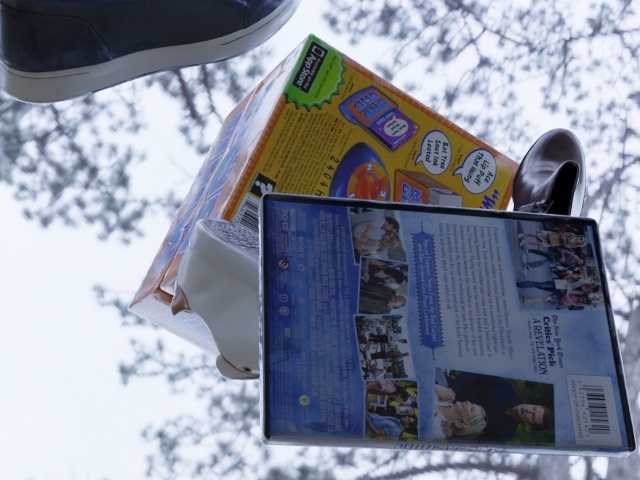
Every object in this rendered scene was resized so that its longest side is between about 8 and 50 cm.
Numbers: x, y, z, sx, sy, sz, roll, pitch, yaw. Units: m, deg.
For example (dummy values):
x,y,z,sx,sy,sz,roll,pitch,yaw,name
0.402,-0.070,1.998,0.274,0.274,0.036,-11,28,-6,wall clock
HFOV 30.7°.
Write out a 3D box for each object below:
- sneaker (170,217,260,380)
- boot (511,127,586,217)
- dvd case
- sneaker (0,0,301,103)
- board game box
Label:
x,y,z,sx,sy,sz,roll,pitch,yaw,name
-0.015,0.097,1.068,0.290,0.106,0.123,32,-75,25,sneaker
0.264,-0.047,1.295,0.090,0.248,0.207,20,-19,3,boot
0.083,0.056,0.797,0.253,0.180,0.022,4,-30,-11,dvd case
-0.103,-0.192,0.735,0.086,0.226,0.163,38,-40,37,sneaker
0.000,0.000,1.648,0.356,0.356,0.356,30,-24,-14,board game box
